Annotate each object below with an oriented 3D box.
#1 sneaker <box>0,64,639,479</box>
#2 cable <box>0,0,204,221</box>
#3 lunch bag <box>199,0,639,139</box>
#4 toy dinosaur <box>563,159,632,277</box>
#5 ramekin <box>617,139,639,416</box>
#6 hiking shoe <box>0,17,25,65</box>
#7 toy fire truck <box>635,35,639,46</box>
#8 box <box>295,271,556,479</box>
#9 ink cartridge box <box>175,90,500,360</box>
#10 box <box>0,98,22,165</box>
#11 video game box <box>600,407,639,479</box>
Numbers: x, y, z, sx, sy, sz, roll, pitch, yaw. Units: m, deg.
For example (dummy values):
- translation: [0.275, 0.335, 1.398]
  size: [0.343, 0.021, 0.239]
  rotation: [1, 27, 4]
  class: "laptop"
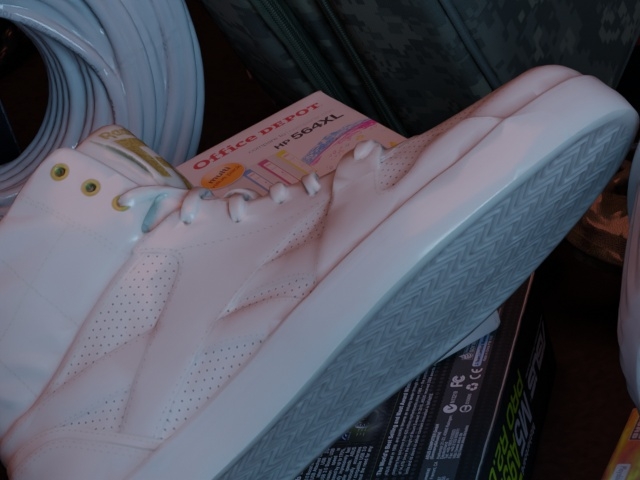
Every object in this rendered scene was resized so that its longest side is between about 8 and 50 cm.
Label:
- translation: [-0.030, -0.005, 0.796]
  size: [0.292, 0.108, 0.169]
  rotation: [-40, 66, 9]
  class: "sneaker"
- translation: [-0.193, -0.076, 1.119]
  size: [0.257, 0.257, 0.089]
  rotation: [-26, 20, -10]
  class: "cable"
- translation: [0.023, -0.186, 1.123]
  size: [0.256, 0.305, 0.212]
  rotation: [14, 67, 33]
  class: "lunch bag"
- translation: [0.197, 0.004, 0.970]
  size: [0.268, 0.064, 0.118]
  rotation: [29, 36, 31]
  class: "toy dinosaur"
- translation: [0.205, 0.023, 0.718]
  size: [0.207, 0.207, 0.109]
  rotation: [-1, 43, 26]
  class: "ramekin"
- translation: [-0.359, -0.135, 1.439]
  size: [0.304, 0.113, 0.132]
  rotation: [-27, 25, -22]
  class: "hiking shoe"
- translation: [0.283, -0.228, 1.245]
  size: [0.302, 0.169, 0.254]
  rotation: [-2, 58, 26]
  class: "toy fire truck"
- translation: [-0.021, 0.118, 0.903]
  size: [0.216, 0.060, 0.270]
  rotation: [-6, 32, 20]
  class: "box"
- translation: [0.000, 0.000, 0.936]
  size: [0.092, 0.090, 0.143]
  rotation: [-29, 32, -19]
  class: "ink cartridge box"
- translation: [-0.276, -0.092, 1.287]
  size: [0.108, 0.153, 0.207]
  rotation: [-27, 30, -14]
  class: "box"
- translation: [0.181, 0.147, 0.765]
  size: [0.187, 0.048, 0.205]
  rotation: [3, 36, 26]
  class: "video game box"
